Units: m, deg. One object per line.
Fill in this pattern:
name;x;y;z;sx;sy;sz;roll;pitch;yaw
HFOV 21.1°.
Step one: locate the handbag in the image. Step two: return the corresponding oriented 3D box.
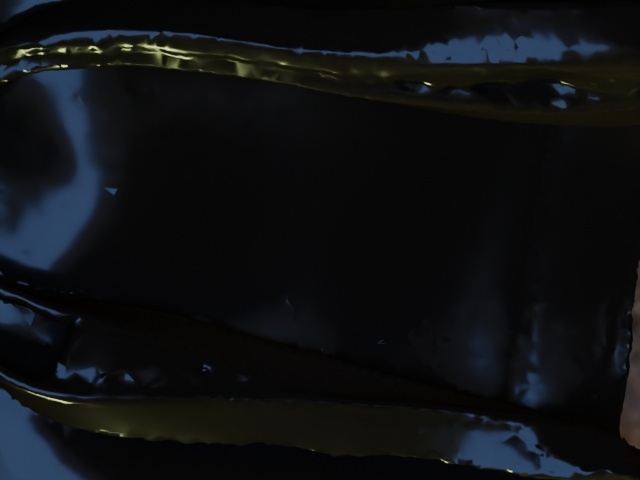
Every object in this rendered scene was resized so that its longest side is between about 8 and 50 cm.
handbag;0.000;0.000;0.556;0.257;0.113;0.285;8;99;-2
